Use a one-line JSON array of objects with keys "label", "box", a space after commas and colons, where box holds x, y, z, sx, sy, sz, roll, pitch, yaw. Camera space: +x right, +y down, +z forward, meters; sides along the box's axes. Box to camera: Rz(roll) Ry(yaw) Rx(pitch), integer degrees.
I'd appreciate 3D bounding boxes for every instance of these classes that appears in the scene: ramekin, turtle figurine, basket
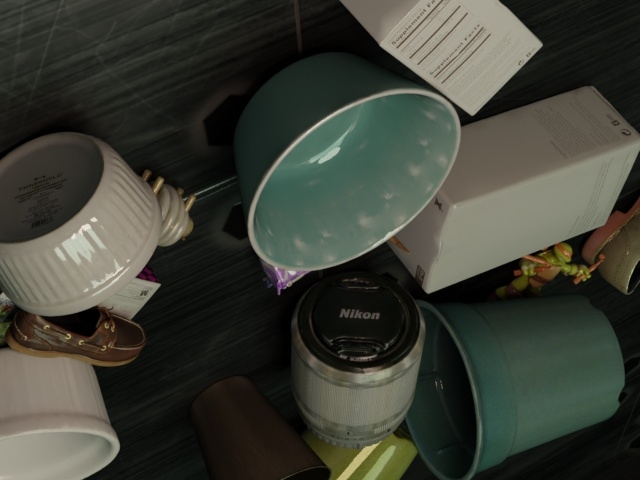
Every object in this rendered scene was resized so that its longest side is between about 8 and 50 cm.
[{"label": "ramekin", "box": [-0.295, -0.028, 1.190, 0.207, 0.207, 0.109, -31, 138, -6]}, {"label": "turtle figurine", "box": [0.419, 0.067, 2.055, 0.270, 0.087, 0.217, 1, 139, -43]}, {"label": "ramekin", "box": [-0.426, 0.253, 1.437, 0.277, 0.135, 0.277, -14, 154, -7]}, {"label": "basket", "box": [-0.125, 0.361, 1.813, 0.204, 0.227, 0.154, -30, 147, -9]}]

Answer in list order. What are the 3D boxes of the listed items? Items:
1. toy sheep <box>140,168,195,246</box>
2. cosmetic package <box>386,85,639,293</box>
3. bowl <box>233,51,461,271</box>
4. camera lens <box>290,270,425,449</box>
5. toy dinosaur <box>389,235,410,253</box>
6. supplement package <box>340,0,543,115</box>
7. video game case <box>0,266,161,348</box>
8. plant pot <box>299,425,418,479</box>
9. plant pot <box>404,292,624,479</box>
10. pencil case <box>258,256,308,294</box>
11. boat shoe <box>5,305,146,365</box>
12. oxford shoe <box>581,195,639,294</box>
[{"label": "toy sheep", "box": [-0.216, -0.039, 1.354, 0.091, 0.091, 0.132, -46, 132, 16]}, {"label": "cosmetic package", "box": [0.306, -0.085, 1.697, 0.385, 0.156, 0.217, -17, 143, -24]}, {"label": "bowl", "box": [0.011, -0.123, 1.372, 0.312, 0.163, 0.311, -23, 145, -17]}, {"label": "camera lens", "box": [0.059, 0.203, 1.782, 0.219, 0.219, 0.274, -23, 146, -18]}, {"label": "toy dinosaur", "box": [0.029, -0.040, 1.533, 0.212, 0.112, 0.064, 9, 159, -2]}, {"label": "supplement package", "box": [0.146, -0.283, 1.310, 0.134, 0.139, 0.244, -46, 145, 15]}, {"label": "video game case", "box": [-0.366, 0.098, 1.428, 0.210, 0.042, 0.232, -47, 146, 18]}, {"label": "plant pot", "box": [0.052, 0.445, 2.081, 0.254, 0.276, 0.276, -48, 147, 0]}, {"label": "plant pot", "box": [0.355, 0.250, 1.950, 0.334, 0.341, 0.341, -9, 140, -20]}, {"label": "pencil case", "box": [0.000, 0.000, 1.590, 0.206, 0.088, 0.086, -30, 146, -10]}, {"label": "boat shoe", "box": [-0.312, 0.120, 1.396, 0.207, 0.073, 0.073, 9, 130, -48]}, {"label": "oxford shoe", "box": [0.716, -0.056, 2.106, 0.140, 0.146, 0.397, 15, 123, -49]}]
